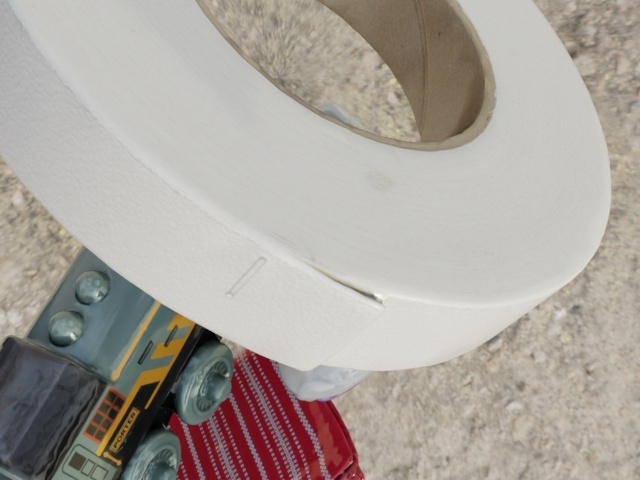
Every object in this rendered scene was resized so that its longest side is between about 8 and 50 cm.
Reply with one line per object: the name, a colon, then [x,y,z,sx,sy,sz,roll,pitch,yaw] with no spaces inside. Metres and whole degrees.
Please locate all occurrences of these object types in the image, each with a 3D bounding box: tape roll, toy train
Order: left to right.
toy train: [-0.155,0.083,0.702,0.142,0.190,0.334,20,68,24]
tape roll: [-0.002,-0.112,0.477,0.392,0.392,0.072,36,133,-9]

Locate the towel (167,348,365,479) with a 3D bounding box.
towel: [-0.100,0.215,0.800,0.275,0.199,0.031,-38,135,9]

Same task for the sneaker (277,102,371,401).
sneaker: [0.000,0.000,0.726,0.114,0.305,0.152,-21,124,26]
